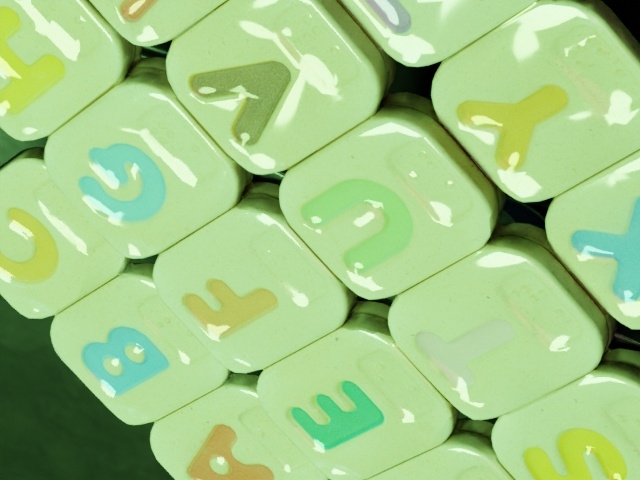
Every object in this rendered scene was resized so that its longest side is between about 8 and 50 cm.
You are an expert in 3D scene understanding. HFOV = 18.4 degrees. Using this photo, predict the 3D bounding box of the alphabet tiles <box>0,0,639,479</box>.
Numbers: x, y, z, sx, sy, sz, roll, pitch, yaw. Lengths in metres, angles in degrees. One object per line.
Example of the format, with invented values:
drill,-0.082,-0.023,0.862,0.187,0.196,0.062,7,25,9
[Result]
alphabet tiles,0.000,0.000,0.665,0.278,0.021,0.284,-30,108,40

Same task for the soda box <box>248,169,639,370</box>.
soda box,0.056,0.013,0.698,0.169,0.053,0.060,25,133,7
